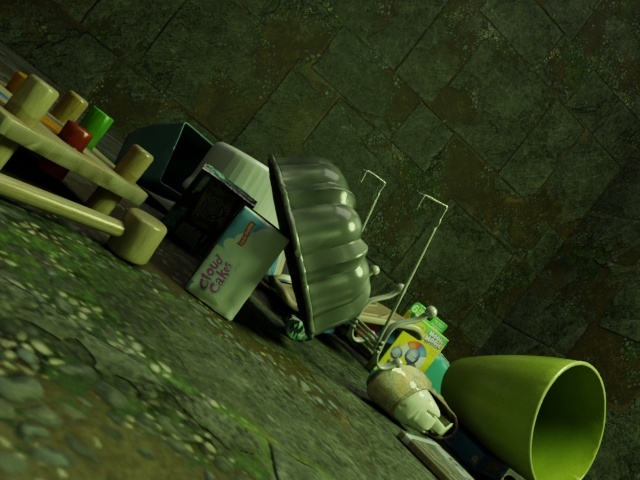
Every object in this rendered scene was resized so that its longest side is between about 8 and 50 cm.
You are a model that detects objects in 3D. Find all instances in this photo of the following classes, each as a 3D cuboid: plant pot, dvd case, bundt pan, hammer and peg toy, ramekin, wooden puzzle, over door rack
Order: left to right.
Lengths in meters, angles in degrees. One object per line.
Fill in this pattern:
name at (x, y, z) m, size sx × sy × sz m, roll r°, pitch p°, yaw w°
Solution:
hammer and peg toy at (-0.352, -0.133, 0.674) m, size 0.361 × 0.127 × 0.266 m, roll 38°, pitch -1°, yaw 25°
plant pot at (-0.414, -0.203, 1.340) m, size 0.234 × 0.165 × 0.166 m, roll 11°, pitch -16°, yaw 31°
ramekin at (-0.166, -0.112, 1.188) m, size 0.277 × 0.135 × 0.277 m, roll 32°, pitch 0°, yaw 0°
bundt pan at (0.000, 0.000, 0.898) m, size 0.331 × 0.124 × 0.330 m, roll 167°, pitch -90°, yaw -83°
wooden puzzle at (0.042, 0.180, 1.275) m, size 0.348 × 0.080 × 0.322 m, roll 16°, pitch 1°, yaw -13°
over door rack at (0.130, 0.048, 0.974) m, size 0.108 × 0.324 × 0.239 m, roll 8°, pitch 13°, yaw -25°
dvd case at (0.239, 0.405, 0.842) m, size 0.221 × 0.018 × 0.164 m, roll 37°, pitch -1°, yaw 39°
plant pot at (0.428, 0.369, 1.153) m, size 0.275 × 0.274 × 0.294 m, roll 39°, pitch -16°, yaw -30°

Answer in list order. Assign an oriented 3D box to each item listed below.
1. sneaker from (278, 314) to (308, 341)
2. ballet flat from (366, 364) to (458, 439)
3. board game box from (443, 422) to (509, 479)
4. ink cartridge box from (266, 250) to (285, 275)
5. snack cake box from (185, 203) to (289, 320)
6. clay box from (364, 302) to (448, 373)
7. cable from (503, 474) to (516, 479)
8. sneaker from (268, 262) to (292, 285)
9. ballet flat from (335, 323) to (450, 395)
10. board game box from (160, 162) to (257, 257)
sneaker at (-0.060, 0.166, 1.002) m, size 0.069 × 0.038 × 0.098 m, roll 32°, pitch -9°, yaw 32°
ballet flat at (0.200, 0.329, 1.003) m, size 0.316 × 0.107 × 0.106 m, roll 38°, pitch 9°, yaw -47°
board game box at (0.324, 0.462, 1.199) m, size 0.160 × 0.047 × 0.210 m, roll 39°, pitch -2°, yaw -42°
ink cartridge box at (-0.160, 0.037, 1.281) m, size 0.134 × 0.078 × 0.231 m, roll 14°, pitch -3°, yaw 5°
snack cake box at (-0.140, 0.023, 0.871) m, size 0.089 × 0.152 × 0.264 m, roll 38°, pitch -2°, yaw -10°
clay box at (0.236, 0.285, 1.336) m, size 0.127 × 0.222 × 0.053 m, roll 38°, pitch -1°, yaw -16°
cable at (0.430, 0.541, 1.006) m, size 0.151 × 0.047 × 0.184 m, roll 38°, pitch -2°, yaw 3°
sneaker at (-0.057, 0.102, 1.564) m, size 0.112 × 0.131 × 0.319 m, roll -1°, pitch -16°, yaw 16°
ballet flat at (0.197, 0.318, 1.547) m, size 0.483 × 0.164 × 0.182 m, roll 36°, pitch -22°, yaw 13°
board game box at (-0.233, -0.056, 1.038) m, size 0.126 × 0.186 × 0.026 m, roll 39°, pitch 32°, yaw -15°
